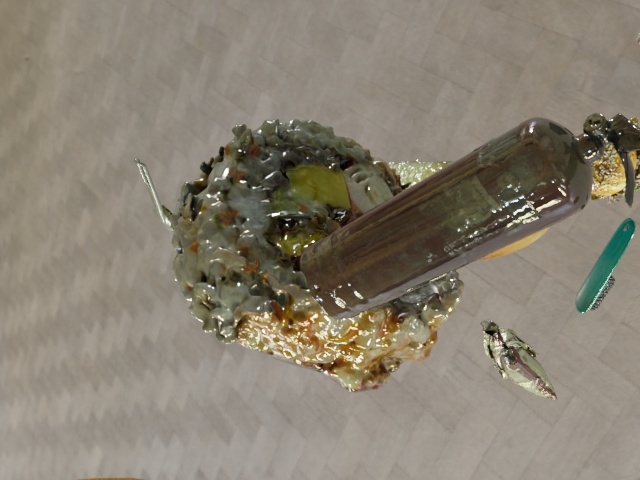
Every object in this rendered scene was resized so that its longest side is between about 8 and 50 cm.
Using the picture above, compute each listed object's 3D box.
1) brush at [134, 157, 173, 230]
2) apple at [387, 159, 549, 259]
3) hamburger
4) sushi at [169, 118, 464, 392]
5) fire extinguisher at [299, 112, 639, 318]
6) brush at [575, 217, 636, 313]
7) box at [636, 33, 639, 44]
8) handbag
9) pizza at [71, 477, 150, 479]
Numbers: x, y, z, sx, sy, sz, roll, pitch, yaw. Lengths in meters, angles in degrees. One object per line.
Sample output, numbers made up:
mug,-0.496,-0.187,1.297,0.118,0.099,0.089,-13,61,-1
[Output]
brush,-0.327,-0.092,1.279,0.062,0.027,0.266,38,159,15
apple,0.229,-0.055,1.105,0.346,0.254,0.179,9,86,45
hamburger,0.570,-0.156,1.289,0.189,0.093,0.163,-44,59,59
sushi,-0.004,-0.003,0.872,0.417,0.418,0.175,57,142,29
fire extinguisher,0.104,-0.014,0.452,0.268,0.072,0.089,-30,41,33
brush,0.463,0.044,1.028,0.043,0.032,0.193,-100,20,-50
box,0.950,-0.580,1.584,0.168,0.193,0.294,38,107,12
handbag,0.570,0.353,1.879,0.127,0.235,0.213,-45,31,9
pizza,-0.162,0.374,0.675,0.223,0.324,0.089,-60,23,-10
